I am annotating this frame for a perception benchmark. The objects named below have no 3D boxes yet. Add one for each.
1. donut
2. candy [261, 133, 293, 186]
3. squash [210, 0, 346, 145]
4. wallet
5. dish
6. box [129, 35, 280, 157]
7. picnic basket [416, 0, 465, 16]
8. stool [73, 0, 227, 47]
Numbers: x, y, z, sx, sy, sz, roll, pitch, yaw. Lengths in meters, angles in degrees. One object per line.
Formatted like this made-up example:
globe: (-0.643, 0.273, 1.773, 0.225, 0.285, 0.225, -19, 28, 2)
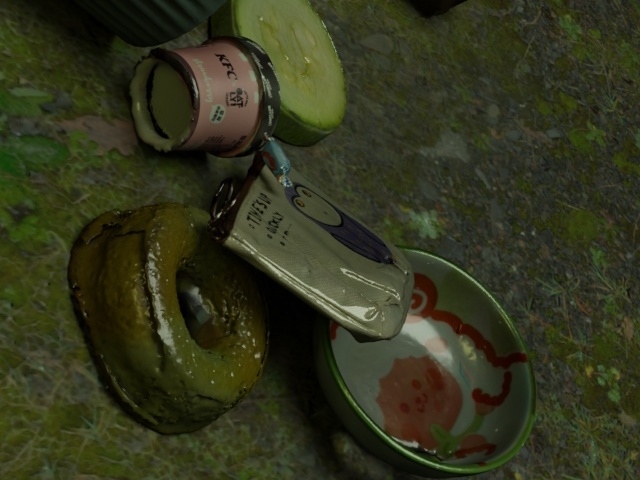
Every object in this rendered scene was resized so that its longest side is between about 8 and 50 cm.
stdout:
donut: (-0.153, 0.077, 1.750, 0.272, 0.107, 0.272, 30, 49, -41)
candy: (-0.054, -0.095, 1.865, 0.030, 0.020, 0.083, 15, 40, -43)
squash: (-0.051, -0.256, 2.152, 0.252, 0.049, 0.252, 33, 44, -39)
wallet: (-0.003, 0.001, 1.856, 0.275, 0.068, 0.335, 40, 19, -6)
dish: (0.114, 0.174, 2.010, 0.324, 0.124, 0.324, 18, 51, -23)
box: (-0.148, -0.173, 1.889, 0.135, 0.151, 0.151, -7, 74, -45)
picnic basket: (0.231, -0.565, 2.498, 0.337, 0.337, 0.293, 43, 39, -28)
stool: (-0.245, -0.421, 1.797, 0.330, 0.297, 0.297, 43, 39, -35)
